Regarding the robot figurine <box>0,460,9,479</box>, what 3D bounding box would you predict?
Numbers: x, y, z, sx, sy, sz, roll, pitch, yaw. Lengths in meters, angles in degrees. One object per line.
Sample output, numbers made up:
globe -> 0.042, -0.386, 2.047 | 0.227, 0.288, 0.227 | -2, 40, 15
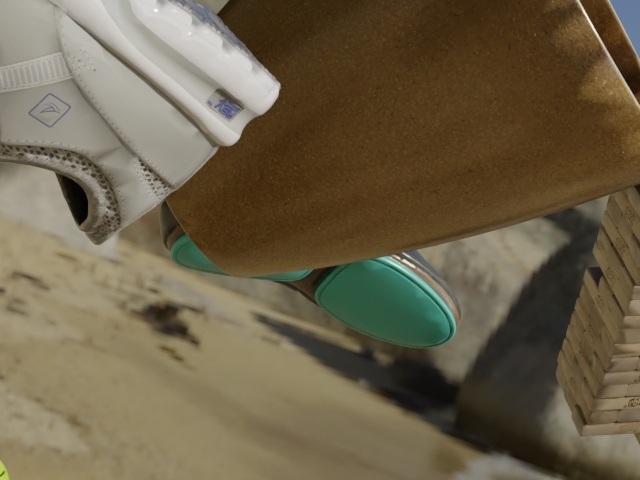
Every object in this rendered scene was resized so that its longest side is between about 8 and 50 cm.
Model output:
robot figurine -> -0.322, 0.214, 1.439 | 0.115, 0.101, 0.067 | 3, 33, 13

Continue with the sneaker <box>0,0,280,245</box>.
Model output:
sneaker -> -0.141, -0.081, 0.590 | 0.281, 0.115, 0.105 | 32, 9, -36

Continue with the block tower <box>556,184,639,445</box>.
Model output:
block tower -> 0.292, 0.035, 1.462 | 0.097, 0.335, 0.091 | -2, 39, -13

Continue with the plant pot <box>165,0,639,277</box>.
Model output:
plant pot -> 0.036, -0.087, 0.932 | 0.237, 0.254, 0.237 | 53, 19, -27

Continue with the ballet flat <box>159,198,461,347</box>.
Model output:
ballet flat -> 0.000, 0.000, 1.314 | 0.280, 0.096, 0.095 | 23, -43, -33
